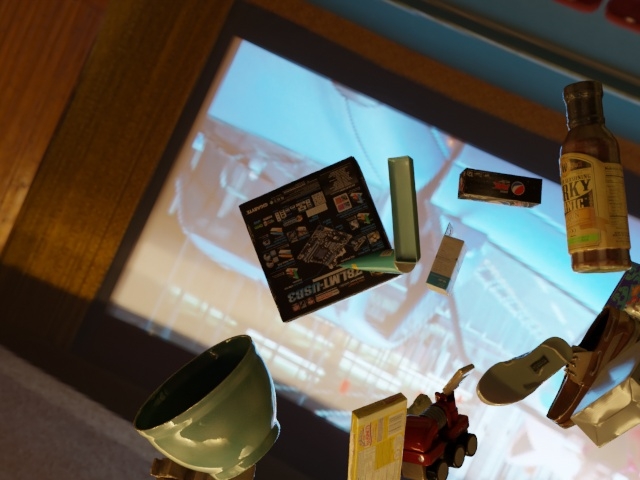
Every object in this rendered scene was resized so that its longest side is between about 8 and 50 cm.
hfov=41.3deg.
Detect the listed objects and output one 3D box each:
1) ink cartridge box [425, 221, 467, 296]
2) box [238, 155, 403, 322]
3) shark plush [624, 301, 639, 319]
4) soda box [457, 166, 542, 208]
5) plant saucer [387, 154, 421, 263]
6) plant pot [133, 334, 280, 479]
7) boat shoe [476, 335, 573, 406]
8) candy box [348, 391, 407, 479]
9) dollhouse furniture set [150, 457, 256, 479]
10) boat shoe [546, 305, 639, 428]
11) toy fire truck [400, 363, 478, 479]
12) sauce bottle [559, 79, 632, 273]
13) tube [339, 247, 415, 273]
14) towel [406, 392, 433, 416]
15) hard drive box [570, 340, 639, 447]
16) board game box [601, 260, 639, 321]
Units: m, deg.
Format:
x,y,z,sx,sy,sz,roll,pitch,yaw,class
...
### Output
x,y,z,sx,sy,sz,roll,pitch,yaw,class
0.348,0.052,2.290,0.060,0.180,0.104,20,172,19,ink cartridge box
0.000,0.000,1.925,0.073,0.295,0.294,25,-137,-80,box
0.686,0.156,1.726,0.161,0.067,0.073,24,-132,-40,shark plush
0.376,-0.108,1.779,0.168,0.060,0.053,8,169,-6,soda box
0.152,-0.055,1.525,0.018,0.192,0.067,-6,-176,-30,plant saucer
-0.206,0.361,1.740,0.196,0.293,0.293,56,176,-13,plant pot
0.441,0.297,1.876,0.096,0.267,0.088,51,148,18,boat shoe
0.099,0.368,1.502,0.105,0.206,0.027,-14,-145,-24,candy box
-0.312,0.597,2.153,0.242,0.212,0.161,-10,147,38,dollhouse furniture set
0.641,0.298,2.052,0.120,0.324,0.122,39,172,-11,boat shoe
0.276,0.412,1.967,0.158,0.247,0.217,1,-165,40,toy fire truck
0.488,-0.113,1.531,0.111,0.345,0.111,-3,170,-1,sauce bottle
0.119,0.042,1.741,0.080,0.052,0.207,-4,180,-27,tube
0.268,0.474,2.226,0.148,0.110,0.027,51,171,-33,towel
0.653,0.305,1.786,0.089,0.181,0.232,47,-138,9,hard drive box
0.850,0.150,2.244,0.047,0.160,0.210,30,-177,-13,board game box
